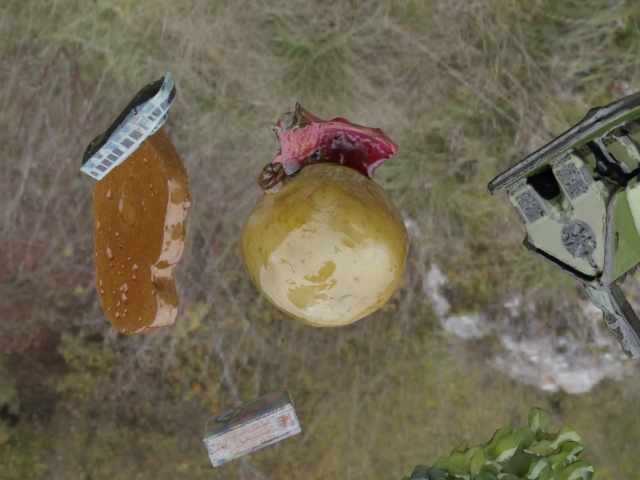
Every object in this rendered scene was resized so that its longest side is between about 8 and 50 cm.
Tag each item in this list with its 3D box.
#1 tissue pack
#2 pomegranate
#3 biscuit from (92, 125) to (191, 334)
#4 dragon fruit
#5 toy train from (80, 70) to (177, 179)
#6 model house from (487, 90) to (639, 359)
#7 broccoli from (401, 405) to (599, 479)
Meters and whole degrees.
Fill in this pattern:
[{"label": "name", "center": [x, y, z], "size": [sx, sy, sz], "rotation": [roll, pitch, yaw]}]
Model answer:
[{"label": "tissue pack", "center": [-0.108, 0.288, 1.629], "size": [0.148, 0.108, 0.060], "rotation": [-22, 99, -2]}, {"label": "pomegranate", "center": [0.014, 0.008, 1.769], "size": [0.307, 0.307, 0.307], "rotation": [1, 141, 1]}, {"label": "biscuit", "center": [-0.369, -0.035, 2.109], "size": [0.078, 0.350, 0.455], "rotation": [-2, 105, -40]}, {"label": "dragon fruit", "center": [0.002, -0.166, 1.931], "size": [0.262, 0.134, 0.211], "rotation": [-37, 106, 24]}, {"label": "toy train", "center": [-0.226, -0.136, 1.246], "size": [0.047, 0.043, 0.207], "rotation": [31, 142, -23]}, {"label": "model house", "center": [0.371, -0.013, 1.203], "size": [0.205, 0.278, 0.218], "rotation": [-23, 170, -41]}, {"label": "broccoli", "center": [0.166, 0.243, 0.565], "size": [0.397, 0.274, 0.353], "rotation": [-15, 149, 16]}]
